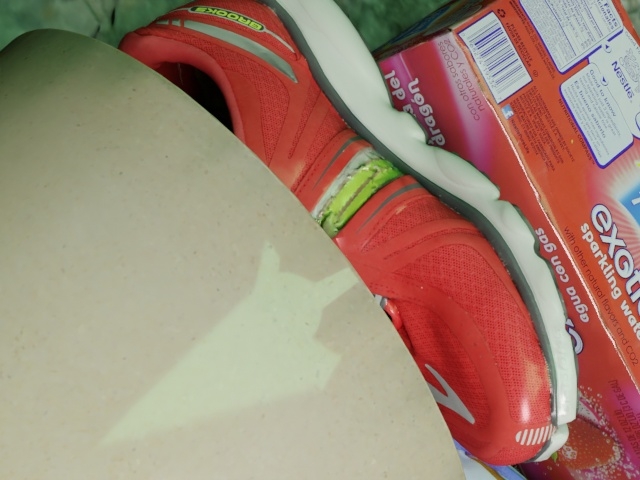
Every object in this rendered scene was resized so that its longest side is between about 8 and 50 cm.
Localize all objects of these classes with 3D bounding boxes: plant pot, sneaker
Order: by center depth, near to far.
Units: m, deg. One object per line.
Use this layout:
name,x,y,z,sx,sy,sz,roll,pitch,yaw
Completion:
plant pot,-0.133,0.110,0.574,0.274,0.256,0.256,-39,103,-24
sneaker,0.000,0.000,0.755,0.118,0.107,0.279,-20,57,-32

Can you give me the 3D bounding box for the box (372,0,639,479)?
box,0.120,-0.001,0.876,0.128,0.123,0.256,-36,101,-40

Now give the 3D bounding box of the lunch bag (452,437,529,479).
lunch bag,0.048,0.242,0.752,0.243,0.115,0.303,35,56,-22
